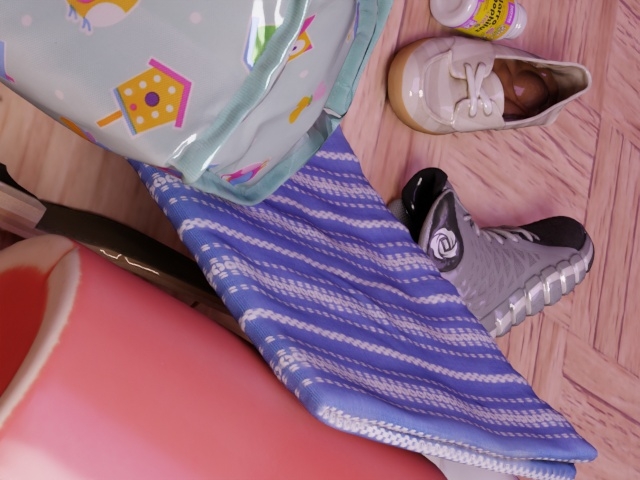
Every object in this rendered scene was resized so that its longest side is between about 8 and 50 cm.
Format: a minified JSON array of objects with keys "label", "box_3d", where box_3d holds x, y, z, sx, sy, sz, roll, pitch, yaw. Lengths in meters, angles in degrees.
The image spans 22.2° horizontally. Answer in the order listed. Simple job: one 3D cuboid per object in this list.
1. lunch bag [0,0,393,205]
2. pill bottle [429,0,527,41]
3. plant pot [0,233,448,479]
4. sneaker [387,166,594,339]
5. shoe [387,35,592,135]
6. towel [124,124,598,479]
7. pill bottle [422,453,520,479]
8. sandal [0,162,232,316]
[{"label":"lunch bag","box_3d":[-0.087,-0.132,0.834,0.160,0.223,0.262,-56,173,5]},{"label":"pill bottle","box_3d":[0.125,-0.180,1.271,0.083,0.043,0.043,9,78,-48]},{"label":"plant pot","box_3d":[-0.106,0.146,0.812,0.243,0.275,0.275,45,53,-26]},{"label":"sneaker","box_3d":[0.120,-0.004,1.213,0.228,0.086,0.132,-35,109,-45]},{"label":"shoe","box_3d":[0.133,-0.122,1.260,0.219,0.058,0.077,-6,90,-50]},{"label":"towel","box_3d":[0.000,0.000,0.942,0.243,0.336,0.040,19,115,-46]},{"label":"pill bottle","box_3d":[0.082,0.227,1.072,0.301,0.169,0.169,50,50,-33]},{"label":"sandal","box_3d":[-0.143,0.024,0.928,0.240,0.088,0.079,29,95,-36]}]
